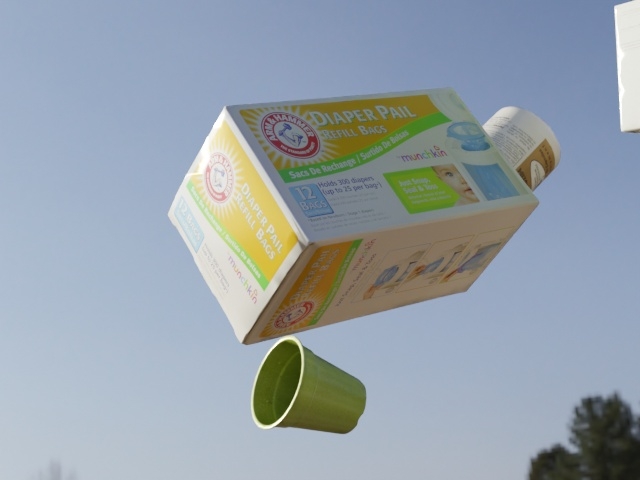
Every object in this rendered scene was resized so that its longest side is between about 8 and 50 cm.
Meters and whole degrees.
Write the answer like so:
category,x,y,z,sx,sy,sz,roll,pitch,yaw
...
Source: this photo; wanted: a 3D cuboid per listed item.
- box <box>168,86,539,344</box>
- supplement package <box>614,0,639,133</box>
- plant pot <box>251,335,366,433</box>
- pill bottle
category,x,y,z,sx,sy,sz,roll,pitch,yaw
box,0.022,-0.022,0.766,0.203,0.114,0.103,-11,-33,-40
supplement package,0.479,-0.239,1.601,0.105,0.179,0.105,0,-4,-37
plant pot,-0.006,0.134,1.018,0.079,0.083,0.083,23,-30,-28
pill bottle,0.259,-0.093,1.827,0.229,0.131,0.131,-44,-4,-23
